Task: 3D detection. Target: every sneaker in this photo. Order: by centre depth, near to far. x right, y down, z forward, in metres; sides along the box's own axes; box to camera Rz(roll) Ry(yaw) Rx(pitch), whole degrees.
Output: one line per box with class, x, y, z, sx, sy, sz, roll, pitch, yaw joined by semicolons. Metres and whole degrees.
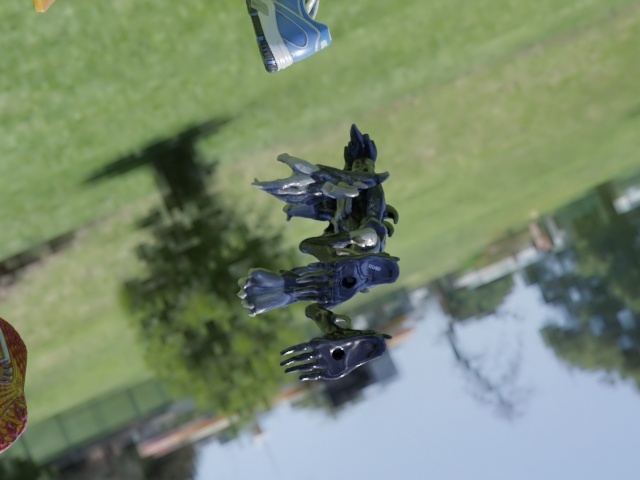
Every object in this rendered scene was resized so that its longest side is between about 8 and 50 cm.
sneaker;-0.282;0.133;1.548;0.067;0.064;0.175;-35;-157;14
sneaker;-0.046;-0.281;2.102;0.081;0.211;0.080;-15;151;-1

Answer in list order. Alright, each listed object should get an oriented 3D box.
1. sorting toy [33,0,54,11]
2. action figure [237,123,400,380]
sorting toy;-0.336;-0.415;2.011;0.047;0.347;0.196;5;-156;19
action figure;0.000;0.000;1.621;0.141;0.164;0.275;3;-155;-2
